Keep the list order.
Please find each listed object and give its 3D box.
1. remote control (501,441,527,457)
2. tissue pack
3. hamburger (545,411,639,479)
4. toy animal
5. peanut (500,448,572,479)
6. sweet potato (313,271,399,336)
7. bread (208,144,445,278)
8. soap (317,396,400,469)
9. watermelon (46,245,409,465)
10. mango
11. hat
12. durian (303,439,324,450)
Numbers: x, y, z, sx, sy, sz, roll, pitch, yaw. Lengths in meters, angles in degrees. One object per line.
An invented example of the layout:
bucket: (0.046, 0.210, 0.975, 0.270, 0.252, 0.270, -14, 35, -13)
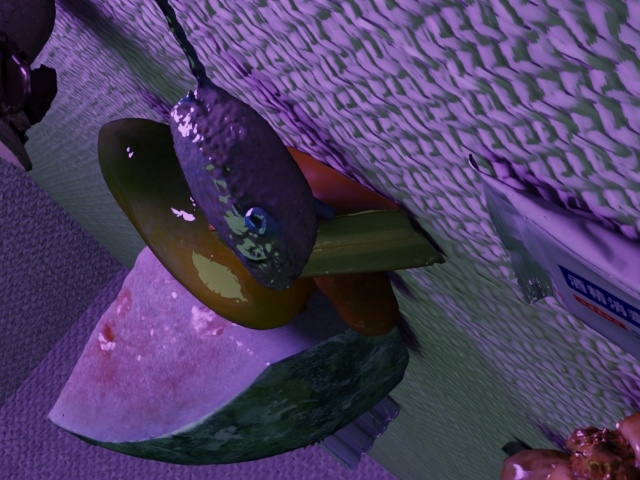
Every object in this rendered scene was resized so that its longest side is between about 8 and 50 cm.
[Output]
remote control: (0.251, 0.257, 1.396, 0.166, 0.029, 0.065, 39, 174, 38)
tissue pack: (0.155, 0.032, 0.673, 0.193, 0.026, 0.122, 32, 168, 41)
hamburger: (0.208, 0.196, 0.876, 0.191, 0.118, 0.182, 60, 175, -10)
toy animal: (-0.065, -0.080, 0.891, 0.079, 0.070, 0.253, -2, 122, 40)
peanut: (0.245, 0.261, 1.218, 0.226, 0.095, 0.108, 37, 174, 26)
sweet potato: (0.017, 0.017, 1.114, 0.056, 0.056, 0.195, 33, 163, 38)
bread: (0.003, 0.002, 0.970, 0.139, 0.084, 0.074, 30, 165, 44)
soap: (0.002, 0.207, 1.905, 0.198, 0.114, 0.063, 45, 170, -26)
watermelon: (-0.083, 0.084, 1.391, 0.228, 0.387, 0.258, 13, -119, -55)
mango: (-0.103, -0.018, 1.215, 0.251, 0.114, 0.156, 33, 176, 34)
hat: (-0.283, -0.182, 1.089, 0.257, 0.130, 0.257, 38, 172, 6)
durian: (-0.034, 0.148, 1.628, 0.138, 0.193, 0.237, 14, 176, 14)
